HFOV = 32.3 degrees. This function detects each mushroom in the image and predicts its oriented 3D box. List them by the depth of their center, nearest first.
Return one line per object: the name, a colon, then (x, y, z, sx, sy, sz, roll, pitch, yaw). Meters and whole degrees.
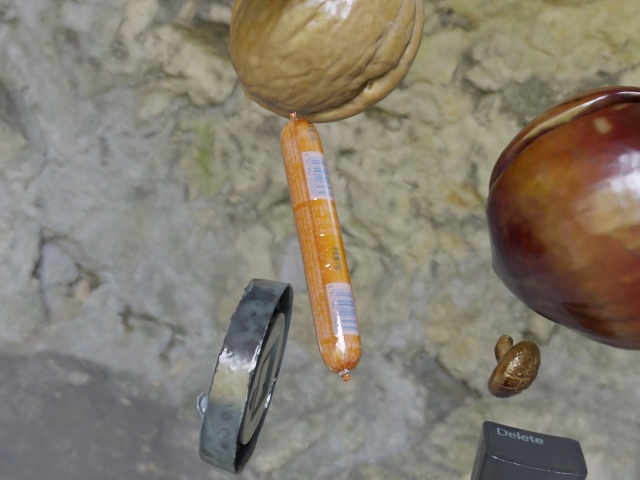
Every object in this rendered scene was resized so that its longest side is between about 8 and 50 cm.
mushroom: (0.346, 0.229, 1.973, 0.084, 0.109, 0.126, 12, -25, 7)

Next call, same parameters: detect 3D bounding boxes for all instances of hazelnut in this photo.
hazelnut: (0.467, -0.013, 1.687, 0.402, 0.402, 0.429, 24, -19, 45)

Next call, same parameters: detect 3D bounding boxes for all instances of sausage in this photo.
sausage: (0.000, 0.000, 1.318, 0.053, 0.348, 0.053, -10, -21, -4)

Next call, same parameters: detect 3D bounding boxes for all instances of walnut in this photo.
walnut: (0.002, -0.339, 1.774, 0.332, 0.333, 0.333, 25, -1, 0)

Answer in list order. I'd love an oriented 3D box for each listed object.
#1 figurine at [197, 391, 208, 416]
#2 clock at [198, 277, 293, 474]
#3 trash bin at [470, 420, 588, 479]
figurine: (-0.175, 0.312, 2.050, 0.086, 0.082, 0.094, -23, -21, 38)
clock: (-0.112, 0.209, 1.727, 0.061, 0.313, 0.312, 15, -2, 7)
trash bin: (0.322, 0.432, 1.811, 0.165, 0.226, 0.115, 11, 22, 0)
